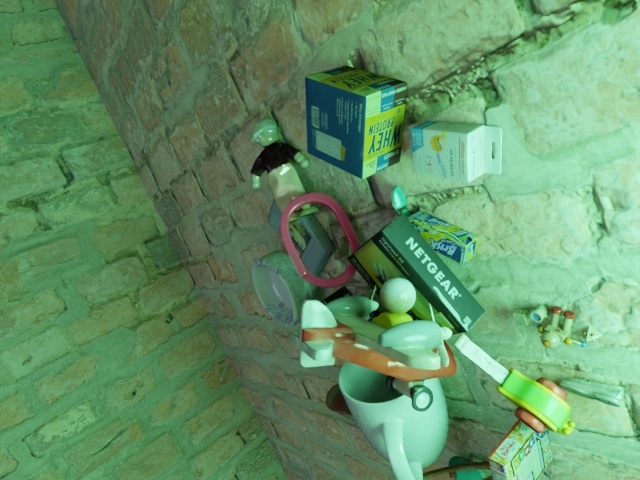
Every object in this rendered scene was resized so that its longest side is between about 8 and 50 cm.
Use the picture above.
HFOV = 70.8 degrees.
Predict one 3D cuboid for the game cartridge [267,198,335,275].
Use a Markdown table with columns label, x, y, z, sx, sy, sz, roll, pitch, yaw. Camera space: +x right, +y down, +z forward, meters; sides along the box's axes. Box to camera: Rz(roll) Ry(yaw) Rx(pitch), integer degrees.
| label | x | y | z | sx | sy | sz | roll | pitch | yaw |
| --- | --- | --- | --- | --- | --- | --- | --- | --- | --- |
| game cartridge | -0.074 | -0.033 | 1.568 | 0.294 | 0.060 | 0.196 | 50 | 142 | 17 |

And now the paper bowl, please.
| label | x | y | z | sx | sy | sz | roll | pitch | yaw |
| --- | --- | --- | --- | --- | --- | --- | --- | --- | --- |
| paper bowl | -0.127 | 0.172 | 1.707 | 0.284 | 0.148 | 0.285 | 35 | 140 | 36 |

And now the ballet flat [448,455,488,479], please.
| label | x | y | z | sx | sy | sz | roll | pitch | yaw |
| --- | --- | --- | --- | --- | --- | --- | --- | --- | --- |
| ballet flat | 0.492 | 0.751 | 1.355 | 0.241 | 0.091 | 0.077 | 29 | 161 | 46 |

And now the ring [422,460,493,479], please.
| label | x | y | z | sx | sy | sz | roll | pitch | yaw |
| --- | --- | --- | --- | --- | --- | --- | --- | --- | --- |
| ring | 0.367 | 0.662 | 1.231 | 0.336 | 0.336 | 0.032 | -46 | 52 | 57 |

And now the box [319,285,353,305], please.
| label | x | y | z | sx | sy | sz | roll | pitch | yaw |
| --- | --- | --- | --- | --- | --- | --- | --- | --- | --- |
| box | 0.031 | 0.261 | 1.556 | 0.077 | 0.147 | 0.180 | 48 | 146 | 20 |

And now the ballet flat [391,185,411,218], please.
| label | x | y | z | sx | sy | sz | roll | pitch | yaw |
| --- | --- | --- | --- | --- | --- | --- | --- | --- | --- |
| ballet flat | 0.204 | -0.082 | 1.155 | 0.041 | 0.041 | 0.115 | -13 | 103 | 57 |

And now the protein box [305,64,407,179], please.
| label | x | y | z | sx | sy | sz | roll | pitch | yaw |
| --- | --- | --- | --- | --- | --- | --- | --- | --- | --- |
| protein box | 0.079 | -0.287 | 1.078 | 0.201 | 0.135 | 0.200 | 33 | 138 | 37 |

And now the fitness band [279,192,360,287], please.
| label | x | y | z | sx | sy | sz | roll | pitch | yaw |
| --- | --- | --- | --- | --- | --- | --- | --- | --- | --- |
| fitness band | 0.000 | 0.000 | 1.345 | 0.054 | 0.208 | 0.291 | 92 | 153 | -83 |

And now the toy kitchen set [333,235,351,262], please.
| label | x | y | z | sx | sy | sz | roll | pitch | yaw |
| --- | --- | --- | --- | --- | --- | --- | --- | --- | --- |
| toy kitchen set | 0.057 | 0.030 | 1.415 | 0.075 | 0.068 | 0.083 | 9 | 121 | 52 |

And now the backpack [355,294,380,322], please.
| label | x | y | z | sx | sy | sz | roll | pitch | yaw |
| --- | --- | --- | --- | --- | --- | --- | --- | --- | --- |
| backpack | 0.131 | 0.267 | 1.427 | 0.173 | 0.158 | 0.117 | 37 | -152 | -45 |

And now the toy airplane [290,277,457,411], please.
| label | x | y | z | sx | sy | sz | roll | pitch | yaw |
| --- | --- | --- | --- | --- | --- | --- | --- | --- | --- |
| toy airplane | 0.125 | 0.206 | 1.058 | 0.385 | 0.273 | 0.384 | 20 | 175 | 26 |

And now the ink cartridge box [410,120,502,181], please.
| label | x | y | z | sx | sy | sz | roll | pitch | yaw |
| --- | --- | --- | --- | --- | --- | --- | --- | --- | --- |
| ink cartridge box | 0.280 | -0.187 | 0.943 | 0.181 | 0.061 | 0.105 | 20 | 130 | 46 |

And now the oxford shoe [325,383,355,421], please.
| label | x | y | z | sx | sy | sz | roll | pitch | yaw |
| --- | --- | --- | --- | --- | --- | --- | --- | --- | --- |
| oxford shoe | 0.203 | 0.622 | 1.648 | 0.396 | 0.141 | 0.146 | 2 | 147 | 49 |

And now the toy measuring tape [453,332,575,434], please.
| label | x | y | z | sx | sy | sz | roll | pitch | yaw |
| --- | --- | --- | --- | --- | --- | --- | --- | --- | --- |
| toy measuring tape | 0.448 | 0.329 | 1.008 | 0.330 | 0.121 | 0.121 | 40 | 147 | -3 |

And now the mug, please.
| label | x | y | z | sx | sy | sz | roll | pitch | yaw |
| --- | --- | --- | --- | --- | --- | --- | --- | --- | --- |
| mug | 0.231 | 0.517 | 1.287 | 0.276 | 0.374 | 0.328 | -17 | 112 | 14 |

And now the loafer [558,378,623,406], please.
| label | x | y | z | sx | sy | sz | roll | pitch | yaw |
| --- | --- | --- | --- | --- | --- | --- | --- | --- | --- |
| loafer | 0.571 | 0.312 | 0.950 | 0.045 | 0.039 | 0.125 | 39 | 163 | -25 |

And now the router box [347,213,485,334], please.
| label | x | y | z | sx | sy | sz | roll | pitch | yaw |
| --- | --- | --- | --- | --- | --- | --- | --- | --- | --- |
| router box | 0.232 | 0.109 | 1.161 | 0.309 | 0.081 | 0.243 | 50 | 155 | 4 |

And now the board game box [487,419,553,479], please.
| label | x | y | z | sx | sy | sz | roll | pitch | yaw |
| --- | --- | --- | --- | --- | --- | --- | --- | --- | --- |
| board game box | 0.484 | 0.520 | 1.078 | 0.045 | 0.193 | 0.147 | 5 | 118 | 53 |

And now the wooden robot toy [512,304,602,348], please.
| label | x | y | z | sx | sy | sz | roll | pitch | yaw |
| --- | --- | --- | --- | --- | --- | --- | --- | --- | --- |
| wooden robot toy | 0.478 | 0.186 | 0.937 | 0.173 | 0.079 | 0.076 | 21 | 130 | 45 |

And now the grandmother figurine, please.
| label | x | y | z | sx | sy | sz | roll | pitch | yaw |
| --- | --- | --- | --- | --- | --- | --- | --- | --- | --- |
| grandmother figurine | -0.135 | -0.226 | 1.439 | 0.104 | 0.207 | 0.343 | -7 | -104 | -80 |

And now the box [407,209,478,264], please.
| label | x | y | z | sx | sy | sz | roll | pitch | yaw |
| --- | --- | --- | --- | --- | --- | --- | --- | --- | --- |
| box | 0.287 | -0.010 | 1.077 | 0.168 | 0.054 | 0.059 | 32 | 138 | 39 |
